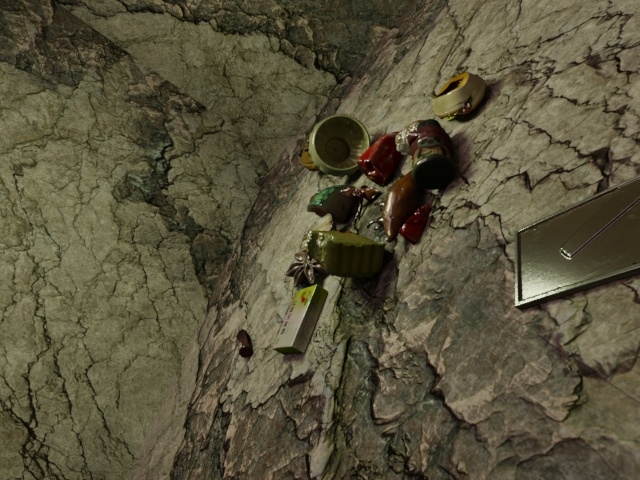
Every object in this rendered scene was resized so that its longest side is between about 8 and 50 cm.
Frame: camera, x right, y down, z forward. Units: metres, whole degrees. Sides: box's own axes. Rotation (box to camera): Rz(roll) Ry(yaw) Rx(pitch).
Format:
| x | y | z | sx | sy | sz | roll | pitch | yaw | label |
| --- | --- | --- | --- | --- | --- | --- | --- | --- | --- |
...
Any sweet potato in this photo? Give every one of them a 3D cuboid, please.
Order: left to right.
| x | y | z | sx | sy | sz | roll | pitch | yaw | label |
| --- | --- | --- | --- | --- | --- | --- | --- | --- | --- |
| 0.276 | -0.141 | 1.491 | 0.112 | 0.112 | 0.359 | -25 | 35 | 56 | sweet potato |

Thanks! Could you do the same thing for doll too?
| x | y | z | sx | sy | sz | roll | pitch | yaw | label |
| --- | --- | --- | --- | --- | --- | --- | --- | --- | --- |
| 0.244 | -0.093 | 1.597 | 0.165 | 0.057 | 0.139 | -16 | 42 | 49 | doll |
| 0.369 | -0.399 | 1.688 | 0.115 | 0.105 | 0.221 | -58 | 16 | -23 | doll |

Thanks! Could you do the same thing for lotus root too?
| x | y | z | sx | sy | sz | roll | pitch | yaw | label |
| --- | --- | --- | --- | --- | --- | --- | --- | --- | --- |
| 0.000 | 0.000 | 1.995 | 0.329 | 0.078 | 0.167 | -31 | 48 | 59 | lotus root |

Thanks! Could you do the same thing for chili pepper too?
| x | y | z | sx | sy | sz | roll | pitch | yaw | label |
| --- | --- | --- | --- | --- | --- | --- | --- | --- | --- |
| 0.268 | -0.363 | 1.828 | 0.253 | 0.144 | 0.136 | -54 | -19 | -10 | chili pepper |

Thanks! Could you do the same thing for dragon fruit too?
| x | y | z | sx | sy | sz | roll | pitch | yaw | label |
| --- | --- | --- | --- | --- | --- | --- | --- | --- | --- |
| 0.295 | -0.064 | 1.412 | 0.131 | 0.063 | 0.097 | -55 | 20 | 6 | dragon fruit |

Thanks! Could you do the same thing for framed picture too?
| x | y | z | sx | sy | sz | roll | pitch | yaw | label |
| --- | --- | --- | --- | --- | --- | --- | --- | --- | --- |
| 0.508 | 0.005 | 0.870 | 0.289 | 0.016 | 0.213 | -35 | 28 | 47 | framed picture |

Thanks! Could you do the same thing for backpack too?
| x | y | z | sx | sy | sz | roll | pitch | yaw | label |
| --- | --- | --- | --- | --- | --- | --- | --- | --- | --- |
| 0.017 | -0.560 | 2.639 | 0.378 | 0.201 | 0.353 | -29 | 30 | 48 | backpack |

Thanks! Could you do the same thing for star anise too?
| x | y | z | sx | sy | sz | roll | pitch | yaw | label |
| --- | --- | --- | --- | --- | --- | --- | --- | --- | --- |
| -0.053 | 0.120 | 1.854 | 0.212 | 0.073 | 0.197 | 14 | 57 | 39 | star anise |
| 0.177 | -0.160 | 1.875 | 0.140 | 0.144 | 0.158 | -15 | 18 | -19 | star anise |

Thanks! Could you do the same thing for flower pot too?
| x | y | z | sx | sy | sz | roll | pitch | yaw | label |
| --- | --- | --- | --- | --- | --- | --- | --- | --- | --- |
| 0.087 | -0.460 | 2.212 | 0.307 | 0.307 | 0.244 | -59 | 6 | -5 | flower pot |

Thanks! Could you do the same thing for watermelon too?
| x | y | z | sx | sy | sz | roll | pitch | yaw | label |
| --- | --- | --- | --- | --- | --- | --- | --- | --- | --- |
| 0.050 | -0.157 | 2.022 | 0.260 | 0.256 | 0.176 | 7 | 109 | 60 | watermelon |

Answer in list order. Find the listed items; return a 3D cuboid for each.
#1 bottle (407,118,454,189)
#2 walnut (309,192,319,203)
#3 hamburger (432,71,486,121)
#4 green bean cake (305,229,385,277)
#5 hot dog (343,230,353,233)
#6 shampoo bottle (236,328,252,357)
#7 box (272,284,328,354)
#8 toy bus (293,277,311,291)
| x | y | z | sx | sy | sz | roll | pitch | yaw | label |
| --- | --- | --- | --- | --- | --- | --- | --- | --- | --- |
| 0.360 | -0.300 | 1.485 | 0.143 | 0.156 | 0.271 | -45 | 27 | 42 | bottle |
| 0.012 | -0.192 | 2.215 | 0.116 | 0.116 | 0.207 | -61 | 19 | -12 | walnut |
| 0.486 | -0.503 | 1.579 | 0.173 | 0.116 | 0.210 | -50 | 15 | -4 | hamburger |
| 0.077 | 0.044 | 1.526 | 0.236 | 0.233 | 0.124 | -145 | 60 | -70 | green bean cake |
| 0.091 | 0.022 | 1.771 | 0.090 | 0.060 | 0.140 | -29 | 37 | 61 | hot dog |
| -0.368 | 0.485 | 2.140 | 0.068 | 0.067 | 0.236 | -38 | 18 | -3 | shampoo bottle |
| -0.079 | 0.307 | 1.731 | 0.175 | 0.062 | 0.260 | -26 | 37 | 56 | box |
| -0.079 | 0.187 | 1.941 | 0.065 | 0.047 | 0.166 | -56 | 19 | 10 | toy bus |
